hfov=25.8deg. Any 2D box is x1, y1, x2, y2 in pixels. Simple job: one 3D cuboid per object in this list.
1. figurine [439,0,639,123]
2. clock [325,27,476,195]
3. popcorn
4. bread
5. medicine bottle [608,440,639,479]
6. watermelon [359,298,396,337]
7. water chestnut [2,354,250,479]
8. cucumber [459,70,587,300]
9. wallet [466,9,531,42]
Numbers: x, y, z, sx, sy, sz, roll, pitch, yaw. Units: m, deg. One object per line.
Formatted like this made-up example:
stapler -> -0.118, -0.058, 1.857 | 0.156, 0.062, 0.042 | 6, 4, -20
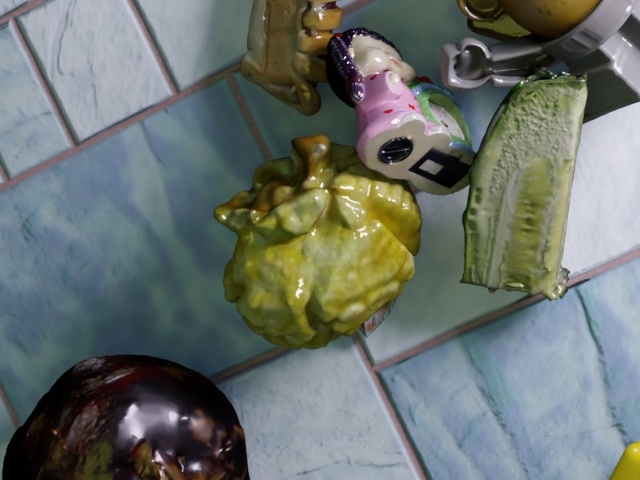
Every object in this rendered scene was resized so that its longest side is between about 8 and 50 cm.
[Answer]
figurine -> 0.293, -0.297, 1.631 | 0.285, 0.167, 0.342 | 35, 85, -19
clock -> 0.096, -0.162, 1.706 | 0.100, 0.194, 0.195 | -42, 49, 26
popcorn -> 0.000, 0.000, 1.726 | 0.224, 0.257, 0.270 | 27, 112, 38
bread -> -0.029, -0.278, 1.775 | 0.134, 0.081, 0.225 | 20, 107, 38
medicine bottle -> 0.384, 0.398, 1.795 | 0.111, 0.076, 0.309 | 19, 107, -12
watermelon -> 0.054, 0.081, 1.827 | 0.085, 0.061, 0.085 | 1, 104, 4
water chestnut -> -0.217, 0.318, 1.795 | 0.347, 0.335, 0.335 | 5, 101, 44
cucumber -> 0.248, -0.080, 1.669 | 0.145, 0.105, 0.325 | 6, 131, 5
wallet -> 0.259, -0.341, 1.733 | 0.110, 0.031, 0.198 | 19, 102, 9
